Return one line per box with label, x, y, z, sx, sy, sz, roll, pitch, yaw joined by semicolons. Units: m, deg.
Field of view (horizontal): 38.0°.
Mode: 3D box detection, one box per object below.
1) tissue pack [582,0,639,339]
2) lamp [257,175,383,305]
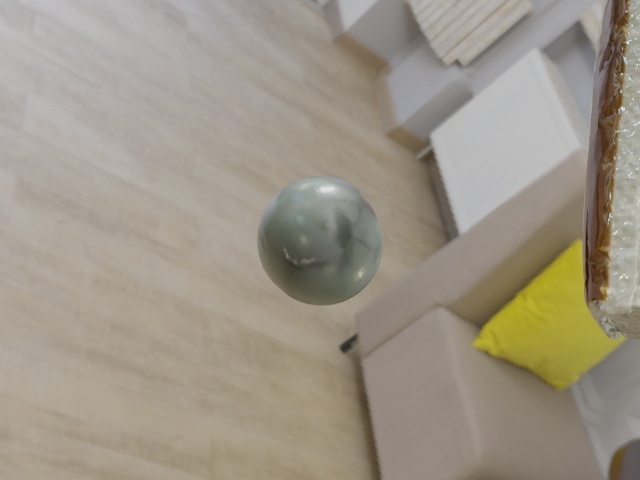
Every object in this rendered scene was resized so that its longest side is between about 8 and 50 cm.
tissue pack;0.204;-0.056;0.526;0.183;0.091;0.226;24;69;-62
lamp;0.000;0.000;0.756;0.105;0.105;0.105;34;34;-27
